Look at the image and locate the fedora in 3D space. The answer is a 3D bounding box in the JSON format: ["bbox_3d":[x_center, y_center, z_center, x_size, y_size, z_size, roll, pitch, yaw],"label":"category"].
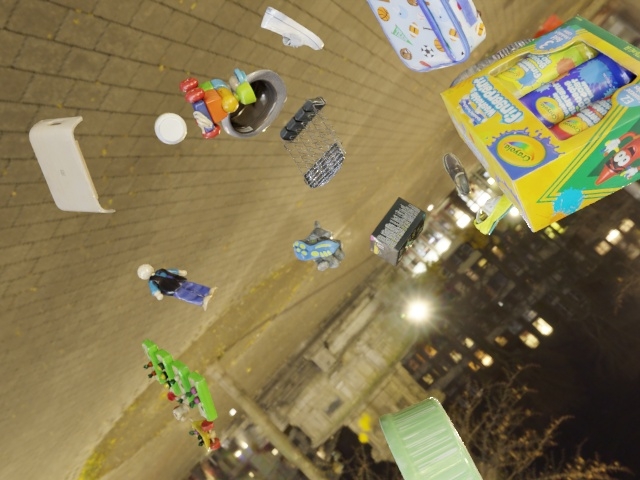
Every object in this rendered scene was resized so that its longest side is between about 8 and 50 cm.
[{"bbox_3d":[-0.268,-0.510,2.069,0.275,0.124,0.244,-51,146,2],"label":"fedora"}]

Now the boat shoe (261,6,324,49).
[{"bbox_3d":[-0.103,-0.736,2.032,0.258,0.095,0.084,20,105,-36],"label":"boat shoe"}]

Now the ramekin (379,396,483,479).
[{"bbox_3d":[0.276,0.525,1.346,0.148,0.303,0.303,-29,172,2],"label":"ramekin"}]

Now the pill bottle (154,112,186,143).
[{"bbox_3d":[-0.578,-0.432,2.189,0.117,0.117,0.208,-47,-159,-2],"label":"pill bottle"}]

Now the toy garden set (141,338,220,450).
[{"bbox_3d":[-0.321,0.355,1.279,0.049,0.244,0.203,-31,122,-35],"label":"toy garden set"}]

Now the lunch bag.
[{"bbox_3d":[0.238,-0.549,1.325,0.115,0.303,0.243,-48,-152,-16],"label":"lunch bag"}]

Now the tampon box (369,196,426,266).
[{"bbox_3d":[0.236,-0.026,1.749,0.161,0.101,0.120,-51,162,-19],"label":"tampon box"}]

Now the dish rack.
[{"bbox_3d":[-0.018,-0.321,1.904,0.074,0.271,0.208,-11,155,-48],"label":"dish rack"}]

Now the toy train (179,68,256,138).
[{"bbox_3d":[-0.198,-0.285,1.188,0.143,0.248,0.105,-26,124,-7],"label":"toy train"}]

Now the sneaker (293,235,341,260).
[{"bbox_3d":[-0.013,0.024,1.845,0.188,0.067,0.078,-5,-170,40],"label":"sneaker"}]

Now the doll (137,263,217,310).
[{"bbox_3d":[-0.344,0.103,1.347,0.129,0.189,0.046,-67,178,-61],"label":"doll"}]

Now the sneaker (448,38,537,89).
[{"bbox_3d":[0.492,-0.459,1.577,0.319,0.112,0.131,-22,177,-6],"label":"sneaker"}]

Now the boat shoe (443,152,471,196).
[{"bbox_3d":[0.443,-0.214,1.820,0.056,0.152,0.049,-30,180,3],"label":"boat shoe"}]

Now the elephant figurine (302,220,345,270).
[{"bbox_3d":[0.000,0.000,2.366,0.186,0.169,0.239,-13,140,19],"label":"elephant figurine"}]

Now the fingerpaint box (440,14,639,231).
[{"bbox_3d":[0.523,-0.280,1.259,0.371,0.163,0.444,-28,-144,12],"label":"fingerpaint box"}]

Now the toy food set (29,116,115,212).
[{"bbox_3d":[-0.762,-0.226,1.766,0.092,0.220,0.306,-42,127,-47],"label":"toy food set"}]

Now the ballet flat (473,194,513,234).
[{"bbox_3d":[0.539,-0.090,1.775,0.077,0.077,0.231,-49,169,-23],"label":"ballet flat"}]

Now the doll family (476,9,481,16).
[{"bbox_3d":[0.446,-0.757,1.881,0.111,0.193,0.076,-41,-174,6],"label":"doll family"}]
